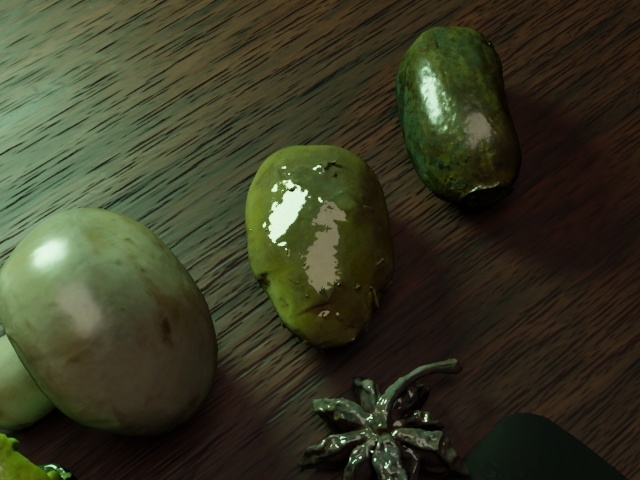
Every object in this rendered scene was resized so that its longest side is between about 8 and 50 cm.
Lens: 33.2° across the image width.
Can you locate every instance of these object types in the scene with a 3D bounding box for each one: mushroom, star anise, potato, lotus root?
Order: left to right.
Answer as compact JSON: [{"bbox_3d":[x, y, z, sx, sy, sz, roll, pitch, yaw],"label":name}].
[{"bbox_3d":[-0.277,0.122,1.250,0.290,0.297,0.297,-37,65,8],"label":"mushroom"},{"bbox_3d":[0.000,0.000,1.394,0.192,0.141,0.296,-7,63,-4],"label":"potato"},{"bbox_3d":[0.083,0.226,1.291,0.209,0.089,0.231,12,59,13],"label":"star anise"},{"bbox_3d":[0.189,-0.172,1.491,0.152,0.160,0.275,-6,60,-18],"label":"lotus root"}]

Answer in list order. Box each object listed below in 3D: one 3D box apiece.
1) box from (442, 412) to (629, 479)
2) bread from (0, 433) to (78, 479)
[{"bbox_3d":[0.253,0.318,1.276,0.201,0.042,0.212,38,65,18],"label":"box"},{"bbox_3d":[-0.321,0.398,1.099,0.251,0.208,0.376,-21,76,-11],"label":"bread"}]
